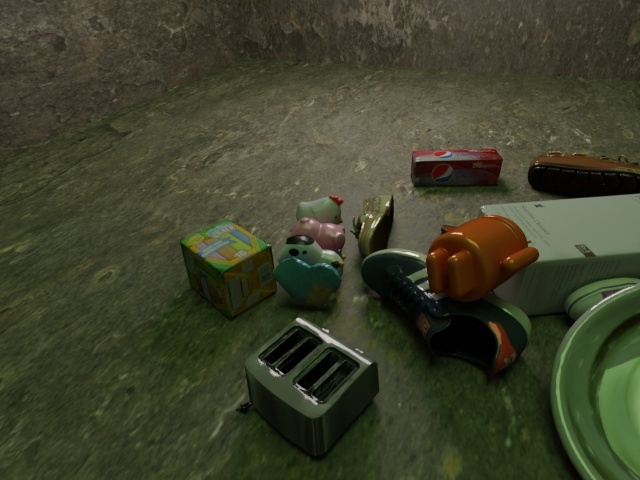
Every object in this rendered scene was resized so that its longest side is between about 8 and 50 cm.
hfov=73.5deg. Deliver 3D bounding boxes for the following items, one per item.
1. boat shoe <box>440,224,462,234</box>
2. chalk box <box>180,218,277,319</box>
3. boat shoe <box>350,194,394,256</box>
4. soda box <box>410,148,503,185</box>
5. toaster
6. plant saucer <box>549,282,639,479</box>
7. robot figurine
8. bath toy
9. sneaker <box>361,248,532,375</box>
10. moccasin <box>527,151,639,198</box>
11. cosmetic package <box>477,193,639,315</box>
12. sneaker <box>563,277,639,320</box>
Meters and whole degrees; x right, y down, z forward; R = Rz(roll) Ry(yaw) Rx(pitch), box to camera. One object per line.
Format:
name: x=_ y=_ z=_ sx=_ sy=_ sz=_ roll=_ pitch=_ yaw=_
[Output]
boat shoe: x=0.370 y=-0.017 z=1.089 sx=0.137 sy=0.043 sz=0.049 roll=24 pitch=44 yaw=35
chalk box: x=-0.219 y=0.049 z=0.957 sx=0.213 sy=0.132 sz=0.132 roll=27 pitch=44 yaw=37
boat shoe: x=0.129 y=-0.038 z=1.097 sx=0.090 sy=0.104 sz=0.285 roll=3 pitch=25 yaw=17
soda box: x=0.423 y=-0.230 z=1.349 sx=0.264 sy=0.092 sz=0.083 roll=-1 pitch=34 yaw=3
toaster: x=-0.021 y=0.232 z=0.697 sx=0.168 sy=0.110 sz=0.186 roll=25 pitch=43 yaw=35
plant saucer: x=0.541 y=0.236 z=0.578 sx=0.401 sy=0.100 sz=0.400 roll=-24 pitch=42 yaw=23
robot figurine: x=0.277 y=0.027 z=0.760 sx=0.220 sy=0.158 sz=0.128 roll=-21 pitch=69 yaw=-35
bath toy: x=0.000 y=0.000 z=1.012 sx=0.129 sy=0.151 sz=0.348 roll=-34 pitch=22 yaw=24
sneaker: x=0.203 y=0.128 z=0.811 sx=0.350 sy=0.131 sz=0.148 roll=24 pitch=38 yaw=33
moccasin: x=0.808 y=-0.179 z=1.228 sx=0.380 sy=0.139 sz=0.147 roll=16 pitch=47 yaw=40
cosmetic package: x=0.555 y=0.024 z=0.916 sx=0.386 sy=0.156 sz=0.217 roll=-7 pitch=37 yaw=-5
sneaker: x=0.611 y=0.156 z=0.775 sx=0.283 sy=0.102 sz=0.161 roll=2 pitch=38 yaw=6
